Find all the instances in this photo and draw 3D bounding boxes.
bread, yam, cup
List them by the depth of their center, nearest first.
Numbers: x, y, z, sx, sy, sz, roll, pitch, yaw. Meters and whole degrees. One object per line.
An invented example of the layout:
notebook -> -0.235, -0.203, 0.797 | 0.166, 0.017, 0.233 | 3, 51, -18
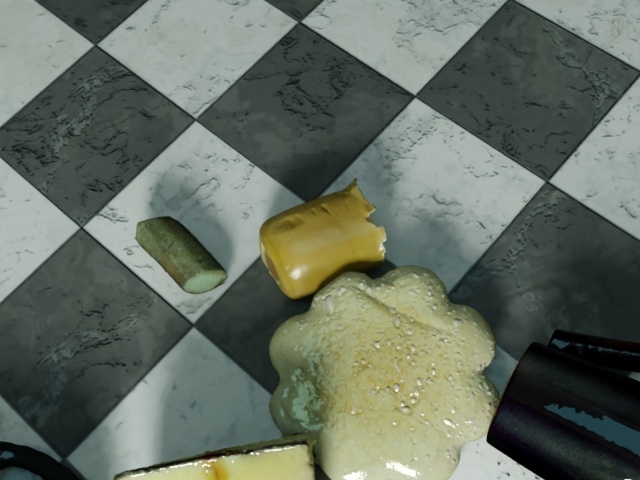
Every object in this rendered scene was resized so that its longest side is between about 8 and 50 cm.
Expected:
bread -> -0.110, 0.336, 1.003 | 0.240, 0.135, 0.178 | -10, 80, -1
cup -> 0.326, 0.217, 1.054 | 0.177, 0.239, 0.166 | 24, 111, 23
bread -> 0.082, 0.177, 1.109 | 0.316, 0.054, 0.316 | -2, 72, 7
bread -> 0.000, 0.000, 1.204 | 0.173, 0.085, 0.134 | -23, 64, -5
yam -> -0.202, 0.019, 1.230 | 0.070, 0.070, 0.146 | -41, 66, -13

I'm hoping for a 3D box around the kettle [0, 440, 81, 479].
kettle -> -0.419, 0.367, 1.014 | 0.271, 0.207, 0.251 | 20, 74, 24
